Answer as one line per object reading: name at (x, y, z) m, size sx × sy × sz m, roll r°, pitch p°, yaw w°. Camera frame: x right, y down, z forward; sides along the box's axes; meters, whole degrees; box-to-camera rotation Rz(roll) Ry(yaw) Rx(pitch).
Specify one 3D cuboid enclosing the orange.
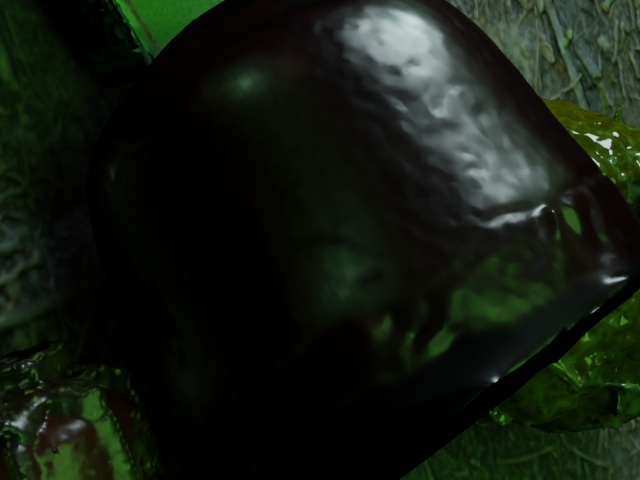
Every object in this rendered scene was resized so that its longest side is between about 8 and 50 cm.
orange at (0.204, 0.013, 1.343) m, size 0.301 × 0.223 × 0.300 m, roll 14°, pitch 67°, yaw -37°

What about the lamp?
lamp at (-0.169, 0.205, 1.022) m, size 0.177 × 0.177 × 0.274 m, roll -24°, pitch 99°, yaw -41°

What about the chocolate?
chocolate at (0.000, 0.000, 1.074) m, size 0.383 × 0.383 × 0.331 m, roll -32°, pitch 79°, yaw -39°

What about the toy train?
toy train at (-0.136, -0.244, 1.166) m, size 0.188 × 0.132 × 0.243 m, roll -40°, pitch 108°, yaw -29°
